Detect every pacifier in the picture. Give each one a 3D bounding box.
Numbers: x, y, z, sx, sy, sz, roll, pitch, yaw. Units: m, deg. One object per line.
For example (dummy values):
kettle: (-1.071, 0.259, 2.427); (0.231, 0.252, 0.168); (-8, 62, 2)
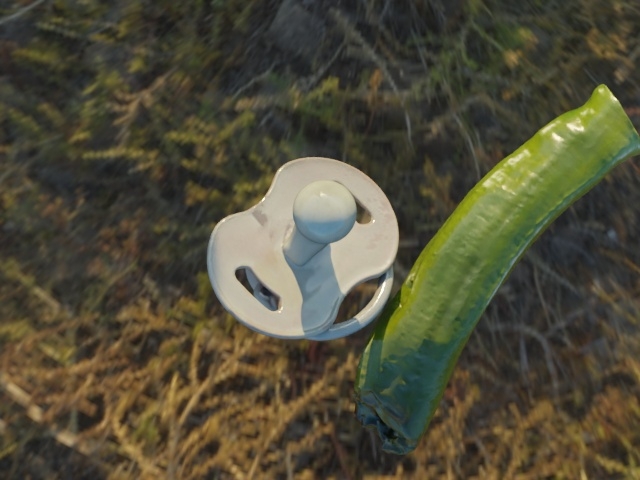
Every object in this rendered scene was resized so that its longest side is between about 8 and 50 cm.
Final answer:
pacifier: (0.000, 0.000, 0.737); (0.081, 0.078, 0.099); (42, 62, 7)

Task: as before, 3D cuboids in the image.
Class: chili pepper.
chili pepper: (0.076, 0.011, 0.764); (0.052, 0.050, 0.201); (40, 95, 26)
